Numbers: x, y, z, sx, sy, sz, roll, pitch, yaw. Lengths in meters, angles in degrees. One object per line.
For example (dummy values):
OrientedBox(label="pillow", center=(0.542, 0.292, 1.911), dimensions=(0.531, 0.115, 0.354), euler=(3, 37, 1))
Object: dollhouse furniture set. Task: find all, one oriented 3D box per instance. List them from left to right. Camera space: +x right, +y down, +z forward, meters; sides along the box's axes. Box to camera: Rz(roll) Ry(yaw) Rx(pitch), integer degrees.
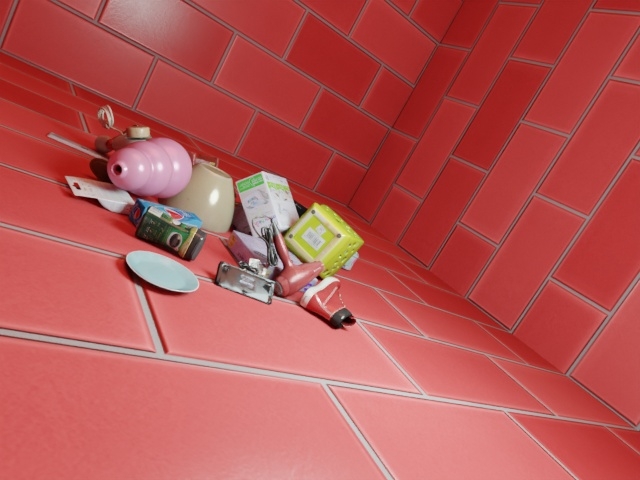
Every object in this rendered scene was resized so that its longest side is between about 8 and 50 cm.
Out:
OrientedBox(label="dollhouse furniture set", center=(-0.663, -0.336, 2.206), dimensions=(0.375, 0.152, 0.201), euler=(15, 7, 20))

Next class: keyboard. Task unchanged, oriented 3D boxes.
OrientedBox(label="keyboard", center=(-0.909, -0.351, 1.910), dimensions=(0.256, 0.014, 0.072), euler=(24, 7, -24))
OrientedBox(label="keyboard", center=(-0.215, 0.114, 1.440), dimensions=(0.180, 0.023, 0.108), euler=(25, 50, -24))

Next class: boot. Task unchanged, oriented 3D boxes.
OrientedBox(label="boot", center=(-0.721, -0.241, 1.743), dimensions=(0.197, 0.073, 0.152), euler=(36, 6, -37))
OrientedBox(label="boot", center=(0.055, 0.210, 1.632), dimensions=(0.176, 0.088, 0.244), euler=(32, 20, 14))

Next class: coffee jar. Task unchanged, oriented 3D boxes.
OrientedBox(label="coffee jar", center=(-0.424, -0.018, 1.419), dimensions=(0.185, 0.096, 0.079), euler=(27, 14, -13))

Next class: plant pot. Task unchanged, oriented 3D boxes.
OrientedBox(label="plant pot", center=(-0.435, -0.181, 1.867), dimensions=(0.284, 0.190, 0.284), euler=(27, 11, -6))
OrientedBox(label="plant pot", center=(0.000, 0.000, 1.898), dimensions=(0.228, 0.227, 0.207), euler=(45, 6, 15))

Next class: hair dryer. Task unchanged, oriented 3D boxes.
OrientedBox(label="hair dryer", center=(-0.105, 0.062, 1.553), dimensions=(0.294, 0.223, 0.080), euler=(23, -11, -35))

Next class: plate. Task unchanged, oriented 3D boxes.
OrientedBox(label="plate", center=(-0.393, 0.083, 1.233), dimensions=(0.188, 0.024, 0.188), euler=(27, 12, -6))

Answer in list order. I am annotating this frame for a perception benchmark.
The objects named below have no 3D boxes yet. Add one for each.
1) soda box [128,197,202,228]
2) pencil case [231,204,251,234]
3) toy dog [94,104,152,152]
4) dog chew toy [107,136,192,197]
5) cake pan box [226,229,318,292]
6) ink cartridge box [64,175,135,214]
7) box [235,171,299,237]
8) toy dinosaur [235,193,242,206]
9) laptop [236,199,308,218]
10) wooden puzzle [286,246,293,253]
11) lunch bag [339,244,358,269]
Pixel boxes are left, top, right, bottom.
OrientedBox(label="soda box", center=(-0.478, -0.064, 1.545), dimensions=(0.067, 0.071, 0.210), euler=(38, 14, 38))
OrientedBox(label="pencil case", center=(-0.272, -0.092, 2.072), dimensions=(0.124, 0.113, 0.273), euler=(47, 14, 5))
OrientedBox(label="toy dog", center=(-0.729, -0.376, 1.938), dimensions=(0.334, 0.220, 0.161), euler=(36, 29, 30))
OrientedBox(label="dog chew toy", center=(-0.559, -0.234, 1.607), dimensions=(0.207, 0.206, 0.332), euler=(31, 14, 7))
OrientedBox(label="cake pan box", center=(-0.166, 0.074, 1.723), dimensions=(0.267, 0.070, 0.246), euler=(19, 17, -40))
OrientedBox(label="ink cartridge box", center=(-0.668, -0.135, 1.503), dimensions=(0.179, 0.045, 0.145), euler=(6, 25, -42))
OrientedBox(label="box", center=(-0.192, -0.131, 1.946), dimensions=(0.262, 0.127, 0.230), euler=(-6, 77, -75))
OrientedBox(label="toy dinosaur", center=(-0.402, -0.174, 2.161), dimensions=(0.268, 0.064, 0.118), euler=(-4, 33, -33))
OrientedBox(label="laptop", center=(-0.218, -0.146, 2.375), dimensions=(0.234, 0.264, 0.136), euler=(36, -23, 28))
OrientedBox(label="wooden puzzle", center=(-0.101, 0.051, 2.121), dimensions=(0.116, 0.014, 0.078), euler=(30, 16, 7))
OrientedBox(label="lunch bag", center=(0.040, 0.028, 2.316), dimensions=(0.279, 0.107, 0.224), euler=(22, 13, -32))
